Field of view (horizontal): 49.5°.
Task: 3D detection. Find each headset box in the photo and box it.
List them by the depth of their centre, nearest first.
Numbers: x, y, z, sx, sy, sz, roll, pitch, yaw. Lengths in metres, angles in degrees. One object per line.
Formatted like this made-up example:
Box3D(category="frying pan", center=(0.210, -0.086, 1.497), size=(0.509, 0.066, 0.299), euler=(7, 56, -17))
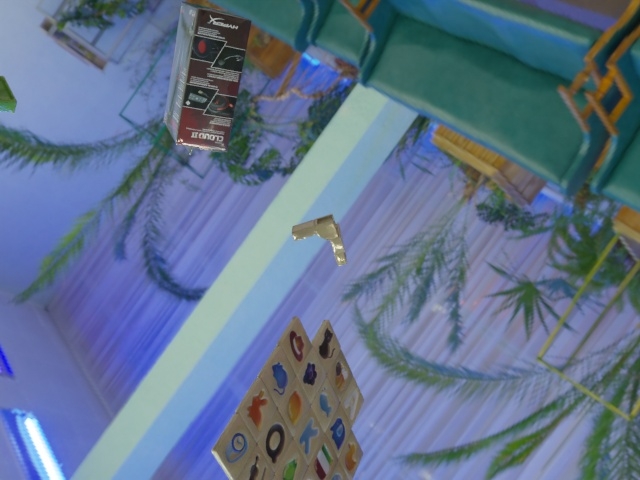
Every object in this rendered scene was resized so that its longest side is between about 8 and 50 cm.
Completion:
Box3D(category="headset box", center=(-0.242, -0.324, 1.425), size=(0.110, 0.293, 0.218), euler=(6, -160, -22))

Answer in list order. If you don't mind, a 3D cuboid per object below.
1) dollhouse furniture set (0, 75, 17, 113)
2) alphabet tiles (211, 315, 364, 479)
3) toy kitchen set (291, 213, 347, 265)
Box3D(category="dollhouse furniture set", center=(-0.355, -0.098, 0.689), size=(0.058, 0.152, 0.076), euler=(-10, -123, -45))
Box3D(category="alphabet tiles", center=(-0.029, 0.284, 0.933), size=(0.011, 0.343, 0.285), euler=(-4, 125, 32))
Box3D(category="toy kitchen set", center=(0.000, 0.000, 1.198), size=(0.068, 0.075, 0.083), euler=(-91, -18, -67))
